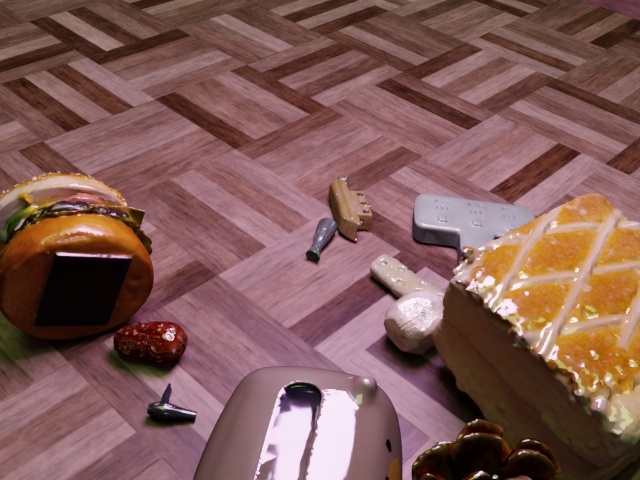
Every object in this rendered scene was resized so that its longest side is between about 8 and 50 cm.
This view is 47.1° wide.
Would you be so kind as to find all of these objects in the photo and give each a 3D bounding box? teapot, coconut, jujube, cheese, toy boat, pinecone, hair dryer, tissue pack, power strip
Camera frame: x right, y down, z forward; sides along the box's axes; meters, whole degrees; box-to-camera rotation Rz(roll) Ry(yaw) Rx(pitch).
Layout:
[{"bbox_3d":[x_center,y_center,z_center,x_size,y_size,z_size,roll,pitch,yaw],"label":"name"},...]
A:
[{"bbox_3d":[0.000,0.000,1.538,0.042,0.043,0.111,14,42,12],"label":"teapot"},{"bbox_3d":[0.183,0.144,1.327,0.124,0.110,0.110,-29,49,-26],"label":"coconut"},{"bbox_3d":[-0.295,0.176,1.273,0.129,0.077,0.077,-1,38,12],"label":"jujube"},{"bbox_3d":[0.177,0.093,1.437,0.065,0.043,0.194,-26,49,-34],"label":"cheese"},{"bbox_3d":[0.068,-0.077,1.627,0.077,0.057,0.200,0,38,-13],"label":"toy boat"},{"bbox_3d":[0.226,0.361,0.931,0.244,0.244,0.309,-3,2,-9],"label":"pinecone"},{"bbox_3d":[-0.240,0.263,1.207,0.079,0.031,0.083,11,30,-9],"label":"hair dryer"},{"bbox_3d":[-0.033,0.344,0.929,0.267,0.277,0.387,7,38,8],"label":"tissue pack"},{"bbox_3d":[0.329,-0.016,1.573,0.265,0.059,0.194,7,39,3],"label":"power strip"}]

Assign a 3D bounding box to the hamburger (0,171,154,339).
[{"bbox_3d":[-0.445,0.019,1.290,0.291,0.291,0.225,-12,45,-19],"label":"hamburger"}]

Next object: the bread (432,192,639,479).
[{"bbox_3d":[0.420,0.157,1.187,0.390,0.279,0.371,-23,52,-31],"label":"bread"}]
